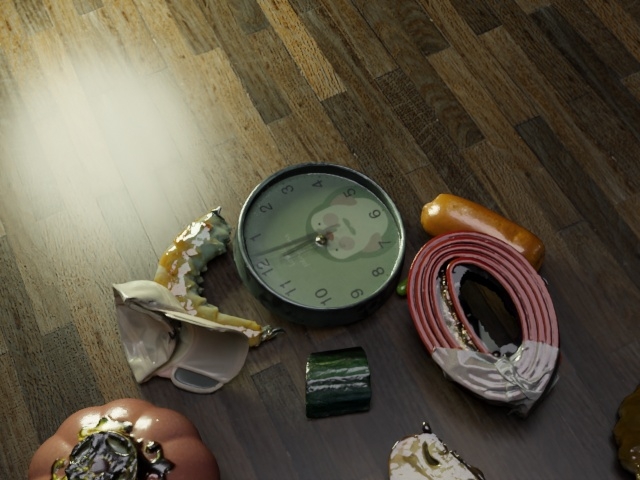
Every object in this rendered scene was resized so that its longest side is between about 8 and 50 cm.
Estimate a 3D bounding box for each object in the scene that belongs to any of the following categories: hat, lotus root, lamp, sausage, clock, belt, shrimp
[{"bbox_3d":[-0.239,0.144,1.607,0.225,0.220,0.164,-3,46,-10],"label":"hat"},{"bbox_3d":[0.201,0.420,1.459,0.170,0.074,0.261,-34,63,-14],"label":"lotus root"},{"bbox_3d":[-0.307,0.381,1.430,0.305,0.240,0.306,-2,57,3],"label":"lamp"},{"bbox_3d":[0.294,-0.012,1.707,0.238,0.098,0.098,28,65,19],"label":"sausage"},{"bbox_3d":[0.000,0.001,1.707,0.318,0.066,0.319,3,62,-5],"label":"clock"},{"bbox_3d":[0.282,0.137,1.569,0.227,0.115,0.324,-33,68,4],"label":"belt"},{"bbox_3d":[-0.207,0.085,1.706,0.185,0.068,0.287,-26,62,-9],"label":"shrimp"}]

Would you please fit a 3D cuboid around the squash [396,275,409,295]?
[{"bbox_3d":[0.171,0.069,1.706,0.027,0.027,0.089,37,65,24],"label":"squash"}]

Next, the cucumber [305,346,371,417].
[{"bbox_3d":[0.026,0.234,1.598,0.115,0.062,0.117,-6,59,-3],"label":"cucumber"}]

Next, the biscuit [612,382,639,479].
[{"bbox_3d":[0.635,0.316,1.446,0.329,0.078,0.335,-22,45,0],"label":"biscuit"}]
